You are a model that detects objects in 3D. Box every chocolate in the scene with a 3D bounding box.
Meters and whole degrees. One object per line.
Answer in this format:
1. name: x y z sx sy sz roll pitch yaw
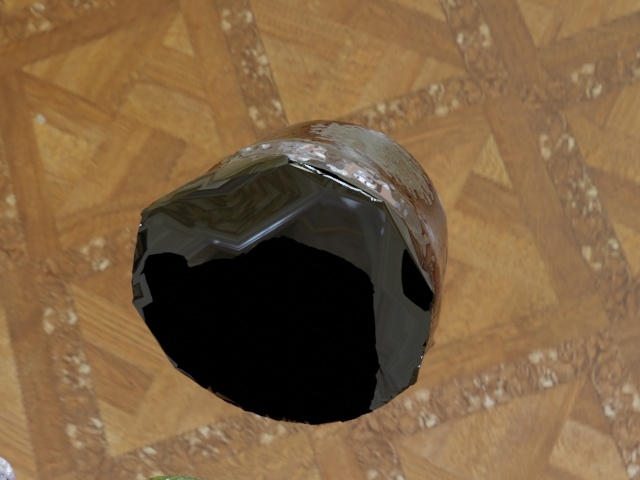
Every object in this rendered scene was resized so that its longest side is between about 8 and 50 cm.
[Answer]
1. chocolate: 0.000 0.000 1.610 0.383 0.384 0.331 8 34 14

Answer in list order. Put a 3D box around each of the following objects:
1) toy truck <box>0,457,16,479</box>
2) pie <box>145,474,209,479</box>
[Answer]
1. toy truck: -0.471 0.287 1.586 0.216 0.110 0.116 21 49 21
2. pie: -0.209 0.428 1.451 0.418 0.395 0.180 -17 47 9
